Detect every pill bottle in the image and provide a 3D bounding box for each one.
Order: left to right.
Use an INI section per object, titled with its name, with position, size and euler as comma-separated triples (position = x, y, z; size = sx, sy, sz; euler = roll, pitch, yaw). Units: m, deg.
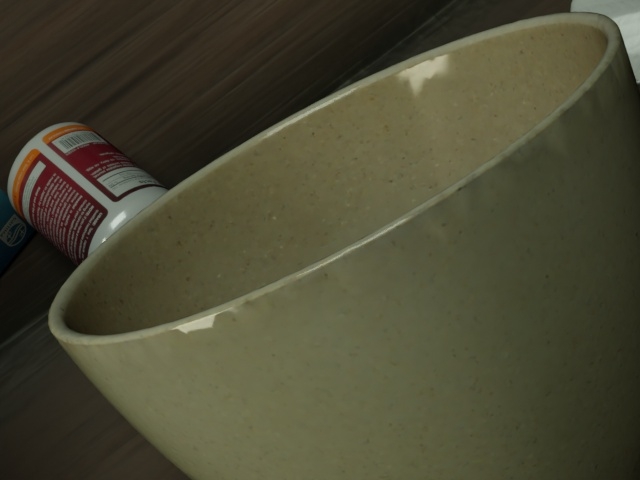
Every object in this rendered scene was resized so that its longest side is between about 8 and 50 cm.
[pill bottle]
position = -0.151, -0.015, 1.019
size = 0.086, 0.086, 0.152
euler = -47, 58, -9

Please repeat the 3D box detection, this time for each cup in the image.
[cup]
position = 0.055, 0.057, 0.767
size = 0.331, 0.237, 0.331
euler = -27, 15, 8

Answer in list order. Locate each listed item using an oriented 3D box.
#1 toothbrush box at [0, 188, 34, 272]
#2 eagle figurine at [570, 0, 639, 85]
[toothbrush box]
position = -0.374, -0.074, 1.004
size = 0.216, 0.295, 0.126
euler = 29, 75, 29
[eagle figurine]
position = 0.321, -0.168, 0.837
size = 0.226, 0.298, 0.225
euler = 44, 50, 7
